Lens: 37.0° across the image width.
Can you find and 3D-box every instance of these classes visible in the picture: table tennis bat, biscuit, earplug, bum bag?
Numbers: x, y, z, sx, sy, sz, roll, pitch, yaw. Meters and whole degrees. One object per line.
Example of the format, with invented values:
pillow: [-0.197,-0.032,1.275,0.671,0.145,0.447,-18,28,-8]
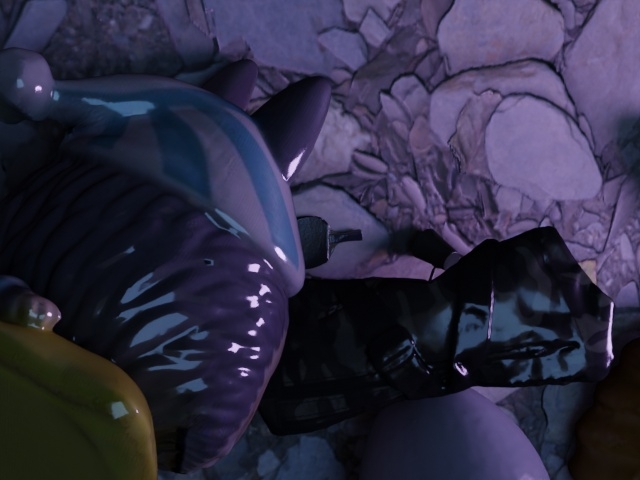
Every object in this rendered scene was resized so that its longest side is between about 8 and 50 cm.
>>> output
table tennis bat: [0.000,0.000,0.880,0.083,0.007,0.050,-9,106,-22]
biscuit: [0.444,0.234,1.071,0.325,0.107,0.326,-3,109,-9]
earplug: [0.116,0.296,0.933,0.214,0.175,0.326,-9,116,-28]
bum bag: [0.092,0.080,0.851,0.340,0.095,0.144,-10,95,4]

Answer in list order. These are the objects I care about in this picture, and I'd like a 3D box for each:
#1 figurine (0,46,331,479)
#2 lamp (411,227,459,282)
figurine: [-0.173,-0.018,0.722,0.361,0.266,0.378,34,52,-4]
lamp: [0.095,0.052,0.914,0.041,0.054,0.121,22,99,-47]
